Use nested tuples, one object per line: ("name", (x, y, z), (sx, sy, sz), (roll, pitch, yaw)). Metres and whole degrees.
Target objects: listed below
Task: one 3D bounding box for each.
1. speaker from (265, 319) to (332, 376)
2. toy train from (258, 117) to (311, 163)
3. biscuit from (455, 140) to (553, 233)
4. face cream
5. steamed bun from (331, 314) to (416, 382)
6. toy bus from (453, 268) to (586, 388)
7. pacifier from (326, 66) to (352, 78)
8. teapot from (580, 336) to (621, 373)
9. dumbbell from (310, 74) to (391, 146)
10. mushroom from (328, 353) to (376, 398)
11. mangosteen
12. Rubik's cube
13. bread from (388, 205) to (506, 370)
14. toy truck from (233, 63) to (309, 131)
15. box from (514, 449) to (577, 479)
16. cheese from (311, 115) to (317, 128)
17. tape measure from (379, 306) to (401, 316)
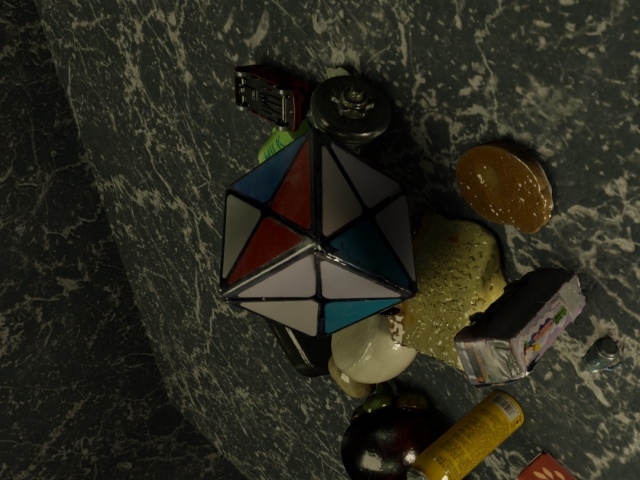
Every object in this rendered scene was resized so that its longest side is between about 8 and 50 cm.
("speaker", (-0.097, 0.277, 2.452), (0.388, 0.184, 0.180), (58, 151, -2))
("toy train", (-0.087, -0.227, 2.043), (0.253, 0.105, 0.157), (-39, 70, 60))
("biscuit", (0.354, -0.109, 1.511), (0.208, 0.049, 0.181), (21, 135, 47))
("face cream", (0.324, 0.486, 1.826), (0.105, 0.349, 0.105), (38, 145, 32))
("steamed bun", (0.157, 0.222, 1.949), (0.177, 0.283, 0.283), (22, 157, -18))
("toy bus", (0.380, 0.151, 1.465), (0.138, 0.317, 0.112), (-12, 105, 45))
("pacifier", (0.037, -0.350, 1.755), (0.083, 0.064, 0.068), (16, 139, 52))
("teapot", (0.554, 0.224, 1.539), (0.083, 0.064, 0.049), (105, 158, -57))
("dumbbell", (0.039, -0.204, 1.779), (0.179, 0.179, 0.406), (47, 149, 18))
("mushroom", (0.101, 0.386, 2.318), (0.166, 0.127, 0.166), (53, 174, 8))
("mangosteen", (0.203, 0.570, 2.202), (0.300, 0.300, 0.300), (38, 146, 32))
("Rubik's cube", (0.000, 0.000, 1.648), (0.305, 0.310, 0.306), (-30, 47, 33))
("bread", (0.329, 0.123, 1.766), (0.248, 0.279, 0.315), (20, 91, 48))
("toy truck", (-0.111, -0.356, 1.926), (0.253, 0.114, 0.107), (31, 131, 41))
("box", (0.599, 0.745, 1.887), (0.385, 0.122, 0.344), (43, 148, 25))
("cheese", (0.017, -0.288, 1.886), (0.121, 0.026, 0.067), (-16, 104, 61))
("tape measure", (0.116, 0.064, 1.796), (0.098, 0.215, 0.351), (23, 170, -17))
